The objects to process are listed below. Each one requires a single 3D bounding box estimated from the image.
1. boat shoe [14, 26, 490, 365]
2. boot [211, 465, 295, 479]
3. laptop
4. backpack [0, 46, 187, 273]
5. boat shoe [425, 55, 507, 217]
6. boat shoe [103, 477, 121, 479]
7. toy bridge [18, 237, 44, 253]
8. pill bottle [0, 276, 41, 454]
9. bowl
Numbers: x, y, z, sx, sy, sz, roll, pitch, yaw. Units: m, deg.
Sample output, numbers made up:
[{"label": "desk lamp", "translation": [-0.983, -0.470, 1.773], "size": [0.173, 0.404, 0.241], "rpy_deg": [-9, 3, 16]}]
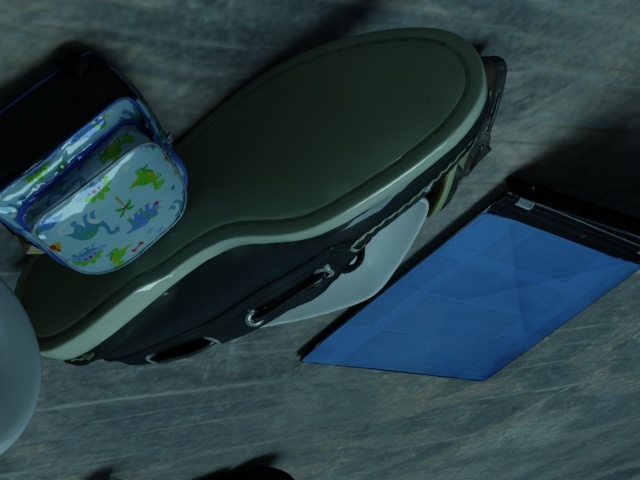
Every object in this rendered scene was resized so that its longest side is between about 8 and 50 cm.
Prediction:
[{"label": "boat shoe", "translation": [-0.032, -0.008, 0.695], "size": [0.340, 0.127, 0.113], "rpy_deg": [-33, 142, 16]}, {"label": "boot", "translation": [-0.063, 0.339, 1.303], "size": [0.246, 0.094, 0.207], "rpy_deg": [-2, 147, -30]}, {"label": "laptop", "translation": [0.274, 0.098, 1.069], "size": [0.382, 0.408, 0.236], "rpy_deg": [14, 98, -53]}, {"label": "backpack", "translation": [-0.127, -0.032, 0.619], "size": [0.105, 0.084, 0.114], "rpy_deg": [-40, 154, -2]}, {"label": "boat shoe", "translation": [0.101, -0.072, 0.801], "size": [0.049, 0.056, 0.152], "rpy_deg": [-13, 149, -17]}, {"label": "boat shoe", "translation": [-0.259, 0.370, 1.103], "size": [0.102, 0.108, 0.301], "rpy_deg": [-3, 125, -42]}, {"label": "toy bridge", "translation": [-0.228, -0.021, 0.618], "size": [0.188, 0.026, 0.063], "rpy_deg": [2, 138, -44]}, {"label": "pill bottle", "translation": [-0.288, 0.106, 0.640], "size": [0.245, 0.136, 0.136], "rpy_deg": [-31, 155, 31]}, {"label": "bowl", "translation": [0.000, 0.000, 0.834], "size": [0.142, 0.053, 0.142], "rpy_deg": [-11, 148, -29]}]
